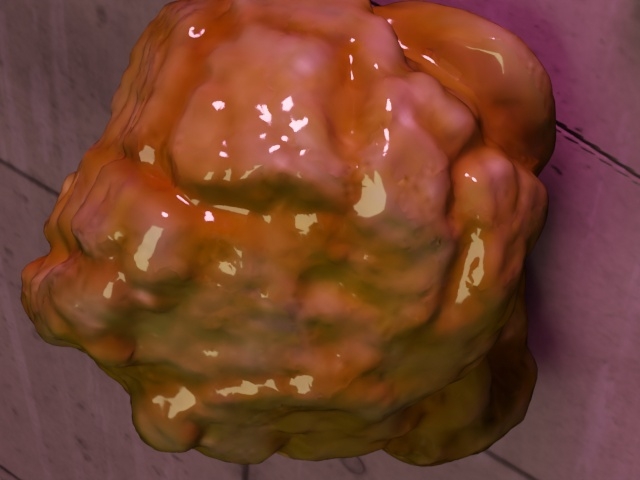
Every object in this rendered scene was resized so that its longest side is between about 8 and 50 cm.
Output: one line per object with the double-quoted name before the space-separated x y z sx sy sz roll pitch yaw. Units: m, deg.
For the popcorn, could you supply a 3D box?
"popcorn" -0.008 0.009 0.981 0.292 0.293 0.334 35 158 18
